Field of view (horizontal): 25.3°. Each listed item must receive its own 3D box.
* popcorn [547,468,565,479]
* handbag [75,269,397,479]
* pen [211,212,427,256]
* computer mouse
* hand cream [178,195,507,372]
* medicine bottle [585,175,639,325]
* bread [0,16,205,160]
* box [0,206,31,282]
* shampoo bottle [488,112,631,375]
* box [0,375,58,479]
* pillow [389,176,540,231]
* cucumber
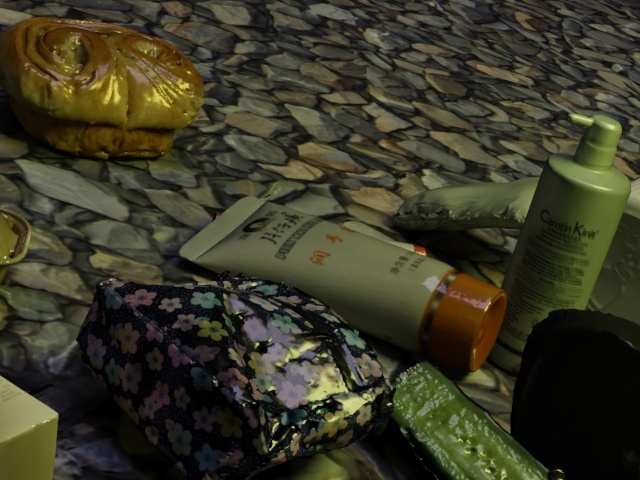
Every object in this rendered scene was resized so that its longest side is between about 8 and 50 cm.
[{"bbox_3d":[0.166,0.236,0.985,0.167,0.152,0.148,-7,-13,5],"label":"popcorn"},{"bbox_3d":[-0.064,0.102,1.130,0.208,0.126,0.229,-1,29,-47],"label":"handbag"},{"bbox_3d":[0.000,0.000,1.510,0.239,0.028,0.028,9,25,-17],"label":"pen"},{"bbox_3d":[0.273,0.173,1.148,0.087,0.168,0.295,-6,35,-44],"label":"computer mouse"},{"bbox_3d":[0.026,0.033,1.397,0.314,0.089,0.139,18,35,20],"label":"hand cream"},{"bbox_3d":[0.446,-0.027,1.609,0.395,0.242,0.242,-16,39,-38],"label":"medicine bottle"},{"bbox_3d":[-0.254,-0.178,1.619,0.236,0.120,0.198,4,28,-27],"label":"bread"},{"bbox_3d":[-0.339,-0.004,1.211,0.177,0.111,0.111,12,24,-10],"label":"box"},{"bbox_3d":[0.232,0.004,1.363,0.085,0.262,0.085,13,25,-6],"label":"shampoo bottle"},{"bbox_3d":[-0.303,0.145,0.923,0.168,0.095,0.212,26,26,24],"label":"box"},{"bbox_3d":[0.189,-0.040,1.582,0.128,0.051,0.229,-23,14,-36],"label":"pillow"},{"bbox_3d":[0.129,0.190,1.157,0.078,0.062,0.211,-34,53,-17],"label":"cucumber"}]
